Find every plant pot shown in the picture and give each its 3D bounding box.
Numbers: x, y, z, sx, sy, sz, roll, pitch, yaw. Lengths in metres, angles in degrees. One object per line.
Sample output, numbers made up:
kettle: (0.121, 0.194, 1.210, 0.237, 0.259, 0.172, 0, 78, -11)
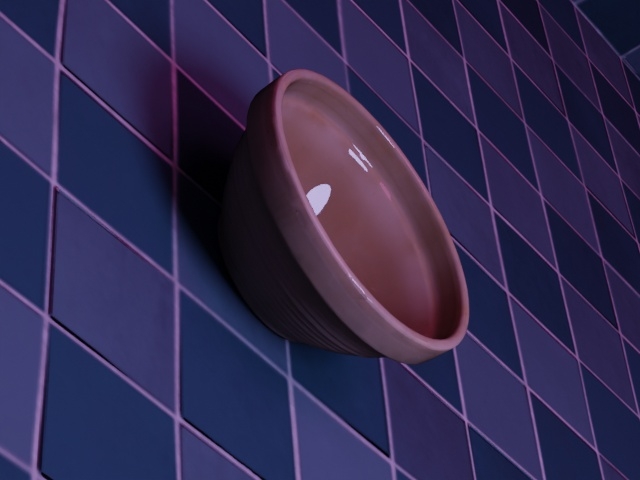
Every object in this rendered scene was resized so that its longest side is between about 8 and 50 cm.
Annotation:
plant pot: (0.000, 0.000, 1.432, 0.237, 0.109, 0.237, 46, 25, -28)
